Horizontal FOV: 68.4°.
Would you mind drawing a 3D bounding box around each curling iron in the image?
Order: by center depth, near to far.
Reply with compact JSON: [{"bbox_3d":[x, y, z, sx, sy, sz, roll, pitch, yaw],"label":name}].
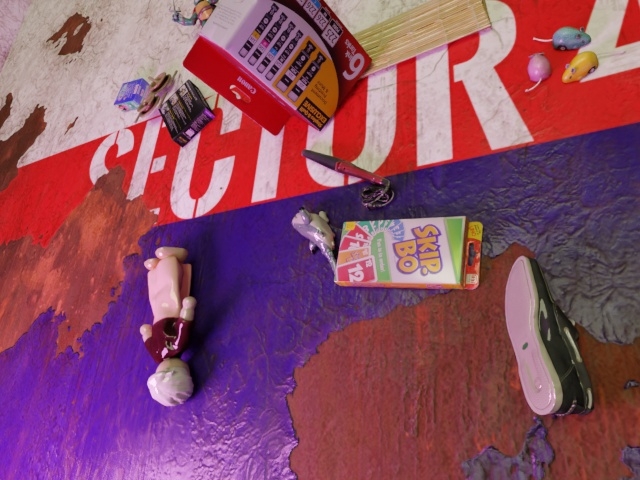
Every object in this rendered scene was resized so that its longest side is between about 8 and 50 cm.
[{"bbox_3d":[0.044,-0.142,0.987,0.274,0.035,0.068,38,90,38],"label":"curling iron"}]

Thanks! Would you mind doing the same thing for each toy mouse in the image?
[{"bbox_3d":[0.424,-0.339,0.848,0.161,0.031,0.143,-32,54,15],"label":"toy mouse"}]

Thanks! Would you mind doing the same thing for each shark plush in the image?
[{"bbox_3d":[0.000,0.000,0.956,0.161,0.073,0.067,51,119,17],"label":"shark plush"}]

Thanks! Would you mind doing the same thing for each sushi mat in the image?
[{"bbox_3d":[0.208,-0.464,1.051,0.317,0.019,0.151,-13,62,27],"label":"sushi mat"}]

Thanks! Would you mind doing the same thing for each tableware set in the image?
[{"bbox_3d":[-0.523,-0.460,1.463,0.128,0.039,0.194,-17,48,32],"label":"tableware set"}]

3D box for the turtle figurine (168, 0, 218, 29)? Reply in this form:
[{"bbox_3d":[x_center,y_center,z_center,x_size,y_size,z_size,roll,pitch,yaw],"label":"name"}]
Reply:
[{"bbox_3d":[-0.363,-0.717,1.470,0.175,0.118,0.234,-43,66,26],"label":"turtle figurine"}]

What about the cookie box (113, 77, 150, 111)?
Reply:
[{"bbox_3d":[-0.626,-0.483,1.568,0.107,0.040,0.091,1,68,33],"label":"cookie box"}]

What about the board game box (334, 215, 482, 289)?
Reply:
[{"bbox_3d":[0.152,0.023,0.845,0.260,0.039,0.124,-1,68,29],"label":"board game box"}]

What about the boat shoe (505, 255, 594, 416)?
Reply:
[{"bbox_3d":[0.321,0.130,0.673,0.079,0.084,0.232,5,56,-7],"label":"boat shoe"}]

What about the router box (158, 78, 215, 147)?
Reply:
[{"bbox_3d":[-0.390,-0.369,1.361,0.133,0.046,0.178,-40,52,10],"label":"router box"}]

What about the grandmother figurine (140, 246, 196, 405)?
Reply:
[{"bbox_3d":[-0.326,0.184,1.030,0.208,0.104,0.342,-42,50,44],"label":"grandmother figurine"}]

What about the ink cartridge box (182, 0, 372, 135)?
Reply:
[{"bbox_3d":[-0.083,-0.379,0.999,0.271,0.309,0.130,-54,48,7],"label":"ink cartridge box"}]
